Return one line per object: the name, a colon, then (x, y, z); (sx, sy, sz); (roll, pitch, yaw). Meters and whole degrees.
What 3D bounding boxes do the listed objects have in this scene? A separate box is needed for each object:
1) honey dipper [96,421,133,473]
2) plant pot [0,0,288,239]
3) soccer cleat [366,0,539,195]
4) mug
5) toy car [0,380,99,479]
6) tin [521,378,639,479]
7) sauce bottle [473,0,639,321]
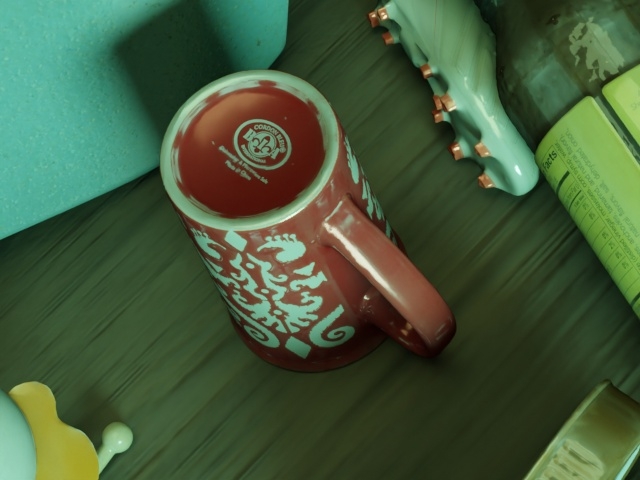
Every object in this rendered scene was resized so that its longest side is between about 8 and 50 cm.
honey dipper: (-0.158, 0.170, 0.660); (0.030, 0.030, 0.160); (30, 71, 24)
plant pot: (-0.156, -0.183, 0.718); (0.252, 0.247, 0.247); (-19, 61, -16)
soccer cleat: (0.093, -0.114, 0.721); (0.076, 0.068, 0.196); (-25, 59, -4)
mug: (-0.001, -0.009, 0.630); (0.150, 0.169, 0.113); (3, 65, 15)
toy car: (-0.236, 0.144, 0.606); (0.238, 0.219, 0.210); (-1, 63, -8)
tin: (0.098, 0.151, 0.565); (0.040, 0.106, 0.189); (34, 77, 25)
sauce bottle: (0.169, -0.061, 0.623); (0.111, 0.111, 0.344); (-28, 72, -1)
